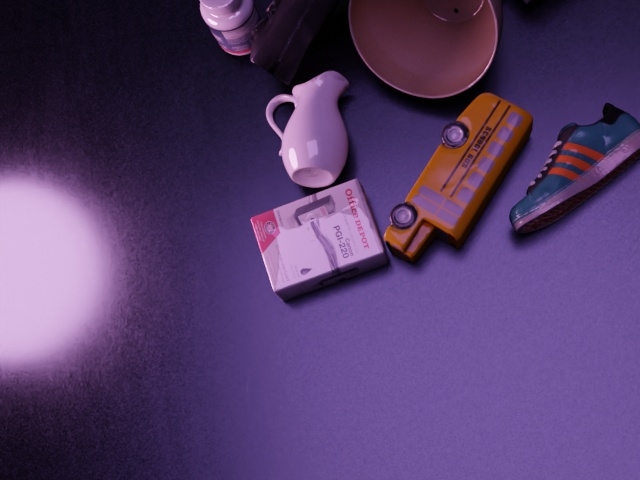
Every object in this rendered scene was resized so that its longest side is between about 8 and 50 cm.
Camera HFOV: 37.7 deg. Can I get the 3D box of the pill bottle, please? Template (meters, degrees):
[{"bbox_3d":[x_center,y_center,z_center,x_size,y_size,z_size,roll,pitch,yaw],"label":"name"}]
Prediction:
[{"bbox_3d":[-0.177,-0.451,1.849,0.108,0.180,0.107,-3,75,10],"label":"pill bottle"}]

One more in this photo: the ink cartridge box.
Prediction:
[{"bbox_3d":[0.000,0.000,1.744,0.218,0.092,0.158,-20,73,3],"label":"ink cartridge box"}]

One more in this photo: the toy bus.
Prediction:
[{"bbox_3d":[0.249,-0.105,1.716,0.130,0.108,0.332,31,82,15],"label":"toy bus"}]

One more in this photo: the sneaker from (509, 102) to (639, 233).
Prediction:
[{"bbox_3d":[0.446,-0.132,1.691,0.302,0.108,0.121,-35,71,-8],"label":"sneaker"}]

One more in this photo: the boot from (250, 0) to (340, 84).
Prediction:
[{"bbox_3d":[0.035,-0.544,1.789,0.146,0.367,0.445,31,119,-1],"label":"boot"}]

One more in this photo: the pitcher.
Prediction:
[{"bbox_3d":[-0.031,-0.206,1.800,0.178,0.125,0.207,-12,61,29],"label":"pitcher"}]

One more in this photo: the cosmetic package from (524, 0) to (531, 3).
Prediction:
[{"bbox_3d":[0.463,-0.562,1.762,0.238,0.127,0.107,-33,72,-11],"label":"cosmetic package"}]

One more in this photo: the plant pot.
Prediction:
[{"bbox_3d":[0.220,-0.435,1.749,0.284,0.284,0.191,21,43,15],"label":"plant pot"}]
